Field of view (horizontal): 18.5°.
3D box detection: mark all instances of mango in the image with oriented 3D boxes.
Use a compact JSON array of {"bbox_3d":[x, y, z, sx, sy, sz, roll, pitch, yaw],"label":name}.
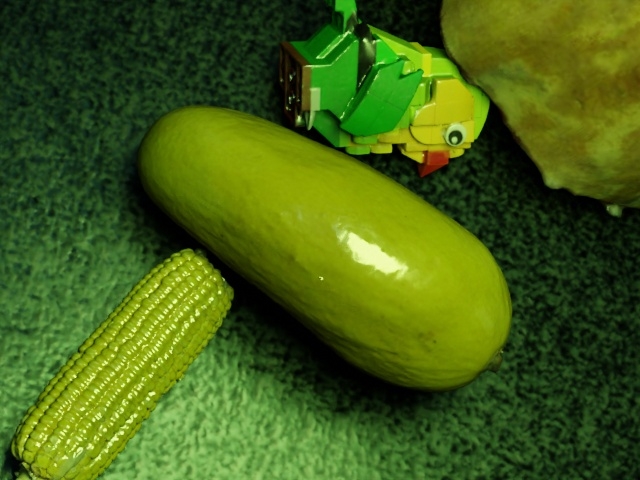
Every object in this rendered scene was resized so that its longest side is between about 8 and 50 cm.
[{"bbox_3d":[0.003,0.001,1.524,0.331,0.195,0.142,32,84,0],"label":"mango"}]

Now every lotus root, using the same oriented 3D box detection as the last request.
[{"bbox_3d":[0.302,-0.193,1.620,0.316,0.250,0.316,16,65,-39],"label":"lotus root"}]

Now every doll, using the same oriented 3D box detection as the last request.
[{"bbox_3d":[0.053,-0.132,1.618,0.186,0.106,0.134,26,99,-23],"label":"doll"}]

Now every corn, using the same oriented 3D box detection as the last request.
[{"bbox_3d":[-0.153,0.103,1.519,0.080,0.080,0.238,40,67,1],"label":"corn"}]
